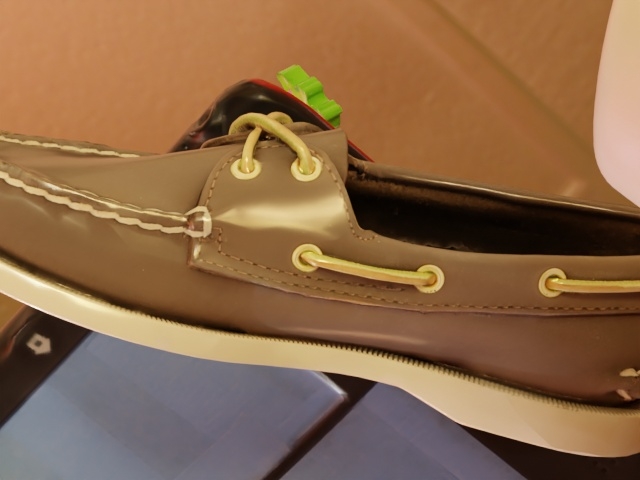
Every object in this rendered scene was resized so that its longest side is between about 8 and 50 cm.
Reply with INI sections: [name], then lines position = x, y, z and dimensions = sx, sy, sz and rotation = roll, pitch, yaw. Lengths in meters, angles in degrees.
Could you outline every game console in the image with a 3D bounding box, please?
[game console]
position = -0.036, 0.143, 1.056
dimensions = 0.342, 0.060, 0.386
rotation = 38, -73, -21

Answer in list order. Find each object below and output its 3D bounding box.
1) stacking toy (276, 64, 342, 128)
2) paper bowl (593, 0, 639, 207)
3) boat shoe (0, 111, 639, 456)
[stacking toy]
position = -0.022, -0.003, 1.316
dimensions = 0.167, 0.221, 0.052
rotation = -28, -17, -27
[paper bowl]
position = 0.265, -0.117, 1.186
dimensions = 0.284, 0.148, 0.284
rotation = 13, -90, -73
[boat shoe]
position = 0.000, 0.000, 0.769
dimensions = 0.324, 0.116, 0.096
rotation = 15, -71, -9
